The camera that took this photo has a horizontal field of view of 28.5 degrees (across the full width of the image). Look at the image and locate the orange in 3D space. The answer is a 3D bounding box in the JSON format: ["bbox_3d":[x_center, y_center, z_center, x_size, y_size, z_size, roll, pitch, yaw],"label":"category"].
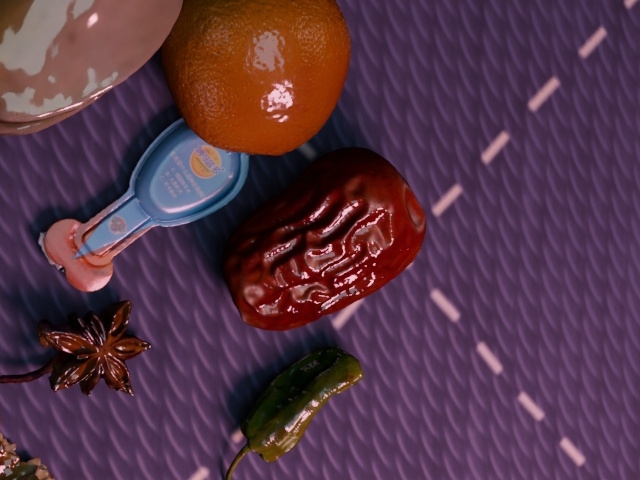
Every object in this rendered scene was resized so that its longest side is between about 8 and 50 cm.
[{"bbox_3d":[-0.066,-0.186,1.281,0.206,0.206,0.206,-3,97,-21],"label":"orange"}]

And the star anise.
[{"bbox_3d":[-0.264,0.121,1.300,0.190,0.070,0.097,-11,104,-39],"label":"star anise"}]

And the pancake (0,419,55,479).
[{"bbox_3d":[-0.403,0.246,1.273,0.266,0.057,0.245,-9,99,-19],"label":"pancake"}]

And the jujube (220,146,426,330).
[{"bbox_3d":[0.000,0.000,1.353,0.230,0.155,0.155,-30,106,-5],"label":"jujube"}]

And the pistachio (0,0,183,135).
[{"bbox_3d":[-0.241,-0.226,1.213,0.197,0.166,0.288,32,86,0],"label":"pistachio"}]

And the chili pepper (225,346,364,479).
[{"bbox_3d":[-0.038,0.195,1.397,0.204,0.072,0.073,-43,111,-12],"label":"chili pepper"}]

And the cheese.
[{"bbox_3d":[-0.178,-0.044,1.336,0.256,0.037,0.106,-37,107,-12],"label":"cheese"}]
